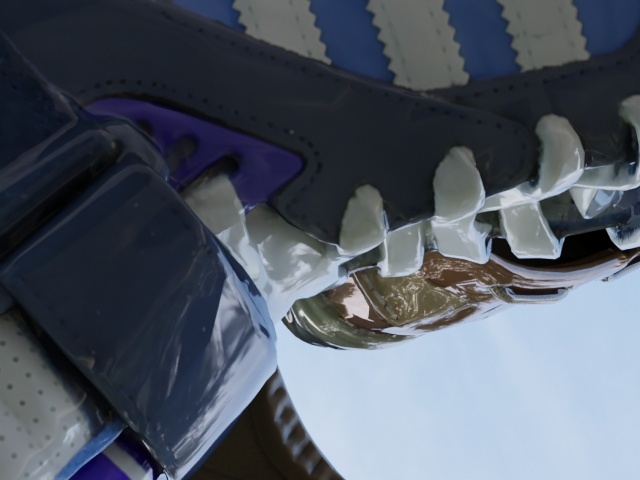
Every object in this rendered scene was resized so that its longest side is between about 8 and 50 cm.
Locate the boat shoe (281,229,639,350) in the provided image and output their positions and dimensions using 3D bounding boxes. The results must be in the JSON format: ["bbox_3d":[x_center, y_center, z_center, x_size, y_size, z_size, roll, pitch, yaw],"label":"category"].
[{"bbox_3d":[0.118,-0.036,0.684,0.116,0.123,0.324,-10,-167,47],"label":"boat shoe"}]

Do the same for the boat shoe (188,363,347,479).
[{"bbox_3d":[-0.065,0.100,0.732,0.121,0.110,0.341,-38,-84,-22],"label":"boat shoe"}]

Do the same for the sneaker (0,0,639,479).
[{"bbox_3d":[0.000,0.000,0.374,0.322,0.130,0.236,17,-107,-1],"label":"sneaker"}]
